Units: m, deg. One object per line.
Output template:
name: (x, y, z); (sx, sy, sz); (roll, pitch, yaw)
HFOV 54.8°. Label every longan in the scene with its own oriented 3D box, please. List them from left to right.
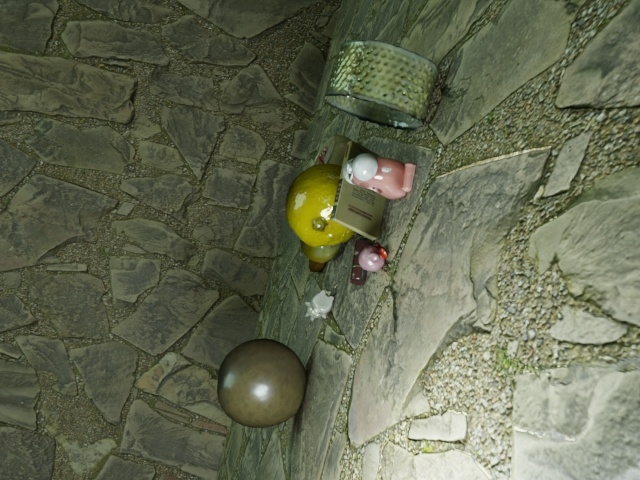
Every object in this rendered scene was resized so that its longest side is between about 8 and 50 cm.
longan: (-0.190, 0.467, 2.022); (0.297, 0.297, 0.298); (-164, 90, -80)

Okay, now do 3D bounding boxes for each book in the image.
book: (0.115, -0.135, 1.676); (0.026, 0.161, 0.231); (-11, 61, 52)

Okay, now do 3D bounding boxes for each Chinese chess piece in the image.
Chinese chess piece: (0.040, -0.249, 2.236); (0.270, 0.112, 0.270); (-57, 16, 26)

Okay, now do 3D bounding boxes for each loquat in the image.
loquat: (0.000, 0.000, 2.103); (0.195, 0.152, 0.152); (-7, 67, 68)

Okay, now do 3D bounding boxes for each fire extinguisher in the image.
fire extinguisher: (0.118, 0.043, 1.712); (0.078, 0.045, 0.157); (-19, 50, 43)

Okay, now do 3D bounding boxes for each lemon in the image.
lemon: (0.015, -0.111, 1.908); (0.284, 0.260, 0.261); (-19, -55, -81)

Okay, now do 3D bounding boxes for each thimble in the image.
thimble: (0.152, -0.388, 1.558); (0.271, 0.270, 0.150); (-150, 77, -79)

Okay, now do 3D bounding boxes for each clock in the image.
clock: (0.140, -0.163, 1.564); (0.166, 0.162, 0.093); (-176, 99, -80)

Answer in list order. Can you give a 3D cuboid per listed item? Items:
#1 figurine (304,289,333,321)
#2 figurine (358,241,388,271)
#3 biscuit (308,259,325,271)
figurine: (0.003, 0.215, 2.025); (0.098, 0.081, 0.146); (-32, -10, -19)
figurine: (0.131, 0.045, 1.560); (0.067, 0.071, 0.083); (64, 177, 0)
biscuit: (0.019, -0.031, 2.334); (0.318, 0.040, 0.318); (-165, 90, -80)
